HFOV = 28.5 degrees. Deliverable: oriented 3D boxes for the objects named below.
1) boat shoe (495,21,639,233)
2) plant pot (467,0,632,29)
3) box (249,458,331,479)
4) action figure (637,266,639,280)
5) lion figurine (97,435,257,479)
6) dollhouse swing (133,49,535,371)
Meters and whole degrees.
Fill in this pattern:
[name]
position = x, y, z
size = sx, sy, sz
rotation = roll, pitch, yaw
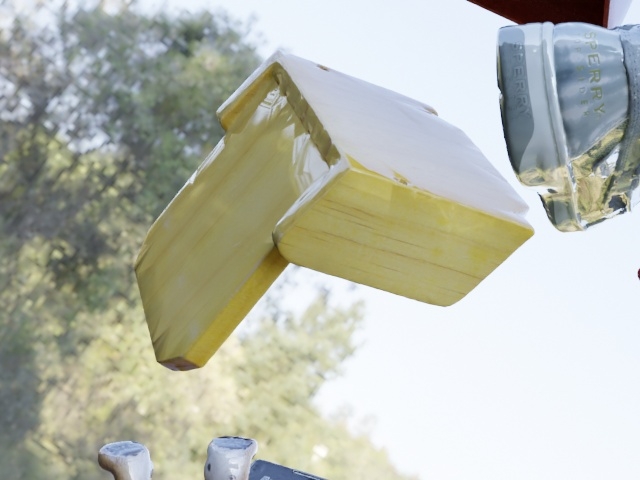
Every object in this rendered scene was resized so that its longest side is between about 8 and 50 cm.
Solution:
[boat shoe]
position = 0.189, -0.074, 0.815
size = 0.103, 0.118, 0.320
rotation = -7, -10, 19
[plant pot]
position = 0.259, -0.409, 1.383
size = 0.267, 0.236, 0.267
rotation = 29, -20, 22
[box]
position = -0.040, 0.337, 1.035
size = 0.257, 0.322, 0.079
rotation = 10, -48, 36
[action figure]
position = 0.263, 0.049, 0.929
size = 0.038, 0.030, 0.115
rotation = -23, -86, 46
[lion figurine]
position = -0.055, 0.265, 0.768
size = 0.142, 0.240, 0.392
rotation = -2, 10, -17
[dollhouse swing]
position = 0.000, 0.000, 1.424
size = 0.315, 0.305, 0.347
rotation = 17, 21, -24
